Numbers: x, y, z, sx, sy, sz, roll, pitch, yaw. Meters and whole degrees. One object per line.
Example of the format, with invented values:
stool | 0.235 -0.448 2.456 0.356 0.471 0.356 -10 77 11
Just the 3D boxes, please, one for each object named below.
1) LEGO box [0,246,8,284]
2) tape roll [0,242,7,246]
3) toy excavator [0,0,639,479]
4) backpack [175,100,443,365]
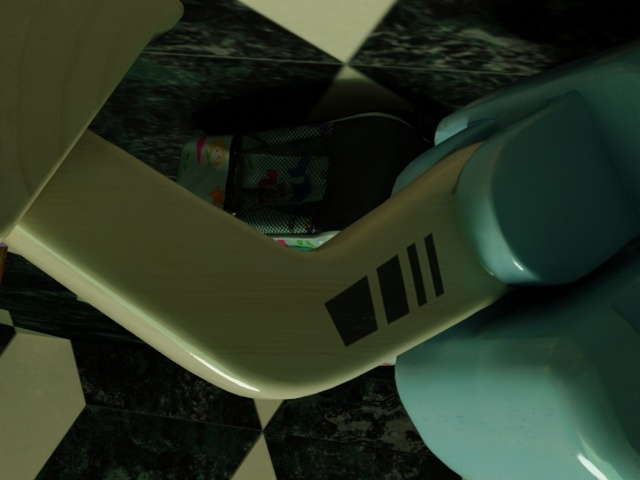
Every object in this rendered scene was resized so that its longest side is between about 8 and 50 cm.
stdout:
LEGO box | -0.481 0.170 1.241 0.193 0.373 0.500 11 -172 -12
tape roll | -0.391 -0.069 1.081 0.274 0.090 0.275 8 168 2
toy excavator | 0.086 0.018 0.564 0.445 0.433 0.222 -32 -169 -29
backpack | 0.000 0.000 0.912 0.253 0.191 0.225 6 168 44
